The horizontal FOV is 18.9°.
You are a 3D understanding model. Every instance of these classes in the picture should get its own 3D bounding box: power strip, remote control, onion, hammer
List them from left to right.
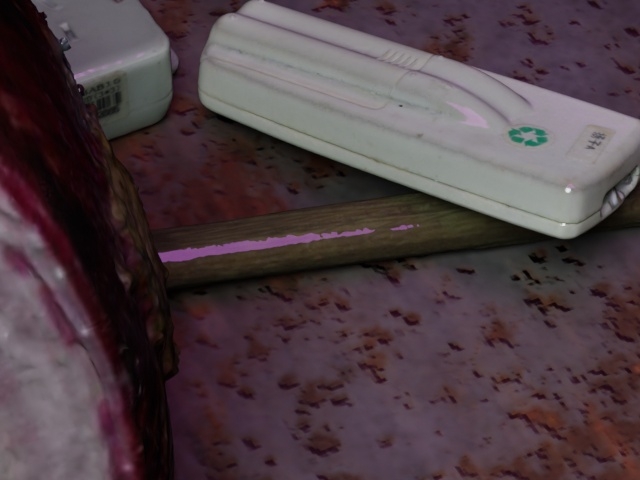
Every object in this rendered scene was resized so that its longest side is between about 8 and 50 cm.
[{"bbox_3d":[-0.203,0.024,0.731,0.282,0.336,0.260,-23,27,0],"label":"onion"},{"bbox_3d":[-0.226,-0.057,0.953,0.338,0.058,0.098,-23,55,-21],"label":"power strip"},{"bbox_3d":[0.000,0.000,0.931,0.365,0.043,0.111,-8,49,-13],"label":"hammer"},{"bbox_3d":[0.047,-0.067,0.956,0.230,0.049,0.090,21,35,27],"label":"remote control"}]
